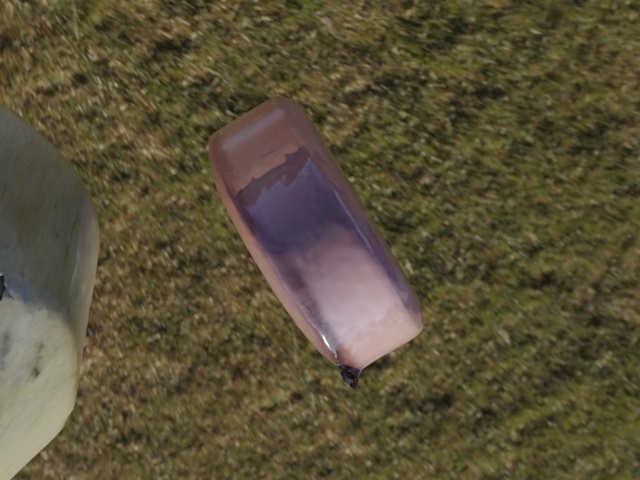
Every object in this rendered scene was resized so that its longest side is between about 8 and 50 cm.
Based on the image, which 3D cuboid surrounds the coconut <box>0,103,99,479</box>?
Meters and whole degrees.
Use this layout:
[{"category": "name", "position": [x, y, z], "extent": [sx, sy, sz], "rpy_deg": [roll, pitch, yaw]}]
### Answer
[{"category": "coconut", "position": [-0.323, 0.027, 0.879], "extent": [0.353, 0.352, 0.352], "rpy_deg": [-5, 109, -16]}]

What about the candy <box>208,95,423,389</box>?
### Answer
[{"category": "candy", "position": [0.000, 0.000, 1.013], "extent": [0.094, 0.255, 0.255], "rpy_deg": [-31, 114, 4]}]
